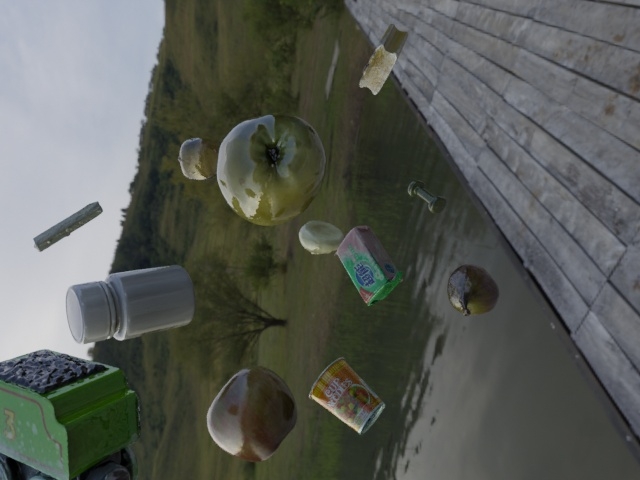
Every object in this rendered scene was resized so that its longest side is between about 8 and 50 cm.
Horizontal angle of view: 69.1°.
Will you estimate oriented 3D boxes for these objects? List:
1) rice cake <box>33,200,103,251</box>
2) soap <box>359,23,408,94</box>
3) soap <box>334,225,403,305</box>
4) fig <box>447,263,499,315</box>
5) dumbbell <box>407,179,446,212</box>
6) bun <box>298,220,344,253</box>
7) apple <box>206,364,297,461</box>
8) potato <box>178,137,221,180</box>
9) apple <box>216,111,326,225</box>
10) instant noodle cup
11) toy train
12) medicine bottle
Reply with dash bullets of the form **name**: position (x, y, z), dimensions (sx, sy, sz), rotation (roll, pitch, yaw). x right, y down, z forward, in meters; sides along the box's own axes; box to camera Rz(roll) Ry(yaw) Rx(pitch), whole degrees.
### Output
- **rice cake**: position (-0.881, -0.049, 1.625), dimensions (0.256, 0.052, 0.057), rotation (-39, 7, -23)
- **soap**: position (0.192, -0.546, 1.378), dimensions (0.140, 0.073, 0.232), rotation (-56, 7, 44)
- **soap**: position (0.177, 0.092, 1.754), dimensions (0.273, 0.098, 0.218), rotation (61, 140, 28)
- **fig**: position (0.471, 0.177, 1.469), dimensions (0.146, 0.170, 0.274), rotation (-37, -5, 29)
- **dumbbell**: position (0.278, -0.116, 1.216), dimensions (0.118, 0.052, 0.046), rotation (51, 133, 48)
- **bun**: position (0.000, 0.000, 2.105), dimensions (0.222, 0.222, 0.127), rotation (-95, 23, -64)
- **apple**: position (-0.193, 0.504, 1.348), dimensions (0.257, 0.234, 0.257), rotation (-46, -11, -11)
- **potato**: position (-0.454, -0.334, 1.768), dimensions (0.117, 0.202, 0.182), rotation (69, -152, -53)
- **apple**: position (-0.112, -0.168, 1.060), dimensions (0.262, 0.263, 0.262), rotation (-172, 90, -84)
- **instant noodle cup**: position (0.087, 0.472, 1.388), dimensions (0.168, 0.185, 0.168), rotation (-37, -31, -28)
- **toy train**: position (-0.437, 0.320, 0.769), dimensions (0.173, 0.307, 0.248), rotation (-9, -78, -62)
- **medicine bottle**: position (-0.589, 0.199, 1.455), dimensions (0.208, 0.340, 0.208), rotation (9, 102, 47)
